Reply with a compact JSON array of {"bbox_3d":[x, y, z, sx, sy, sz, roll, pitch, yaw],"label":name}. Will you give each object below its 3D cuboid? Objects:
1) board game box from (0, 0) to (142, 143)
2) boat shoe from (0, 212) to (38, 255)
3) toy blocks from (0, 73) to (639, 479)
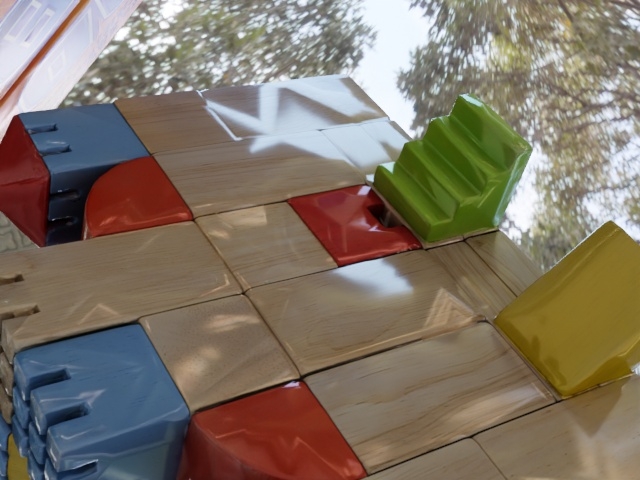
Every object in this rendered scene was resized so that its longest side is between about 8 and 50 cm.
[{"bbox_3d":[-0.254,-0.308,0.604,0.356,0.356,0.356,38,-92,-6],"label":"board game box"},{"bbox_3d":[-0.271,0.090,1.094,0.500,0.156,0.186,33,-104,-15],"label":"boat shoe"},{"bbox_3d":[-0.031,0.053,0.434,0.381,0.261,0.190,52,-40,36],"label":"toy blocks"}]
